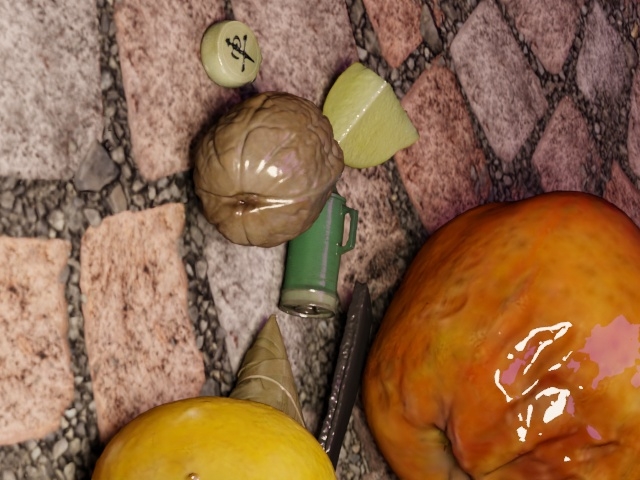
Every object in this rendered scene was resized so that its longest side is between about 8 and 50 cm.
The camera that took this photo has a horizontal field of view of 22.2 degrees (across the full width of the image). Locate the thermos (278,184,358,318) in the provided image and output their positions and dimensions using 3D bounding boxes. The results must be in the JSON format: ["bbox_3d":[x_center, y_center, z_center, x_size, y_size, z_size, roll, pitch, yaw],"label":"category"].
[{"bbox_3d":[-0.005,0.000,2.065,0.073,0.083,0.187,14,72,-26],"label":"thermos"}]

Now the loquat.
[{"bbox_3d":[-0.119,0.295,1.744,0.275,0.275,0.274,8,80,-50],"label":"loquat"}]

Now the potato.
[{"bbox_3d":[0.050,-0.151,2.179,0.120,0.081,0.149,-48,146,-6],"label":"potato"}]

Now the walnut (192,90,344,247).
[{"bbox_3d":[-0.056,-0.091,1.953,0.230,0.178,0.178,-40,117,-58],"label":"walnut"}]

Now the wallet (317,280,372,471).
[{"bbox_3d":[0.034,0.184,2.094,0.124,0.025,0.244,80,21,-63],"label":"wallet"}]

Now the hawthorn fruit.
[{"bbox_3d":[0.285,0.174,2.115,0.472,0.472,0.471,8,80,-50],"label":"hawthorn fruit"}]

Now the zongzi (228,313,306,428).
[{"bbox_3d":[-0.041,0.211,2.008,0.189,0.081,0.178,57,36,-37],"label":"zongzi"}]

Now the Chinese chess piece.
[{"bbox_3d":[-0.109,-0.229,1.999,0.084,0.034,0.084,9,78,-49],"label":"Chinese chess piece"}]
